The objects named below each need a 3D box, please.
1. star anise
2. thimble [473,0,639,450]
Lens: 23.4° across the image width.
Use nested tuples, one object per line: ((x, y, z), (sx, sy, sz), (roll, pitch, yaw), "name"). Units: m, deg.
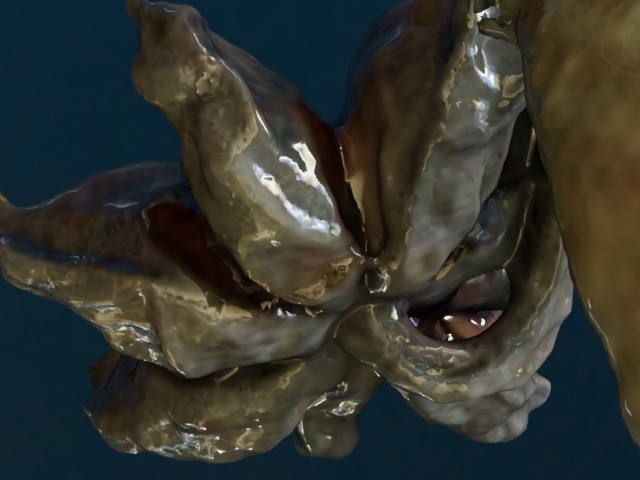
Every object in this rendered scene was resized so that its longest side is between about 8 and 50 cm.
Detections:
((0.000, 0.000, 0.631), (0.316, 0.139, 0.359), (-39, -50, 18), "star anise")
((0.152, -0.011, 0.363), (0.148, 0.196, 0.229), (-26, -103, 34), "thimble")
